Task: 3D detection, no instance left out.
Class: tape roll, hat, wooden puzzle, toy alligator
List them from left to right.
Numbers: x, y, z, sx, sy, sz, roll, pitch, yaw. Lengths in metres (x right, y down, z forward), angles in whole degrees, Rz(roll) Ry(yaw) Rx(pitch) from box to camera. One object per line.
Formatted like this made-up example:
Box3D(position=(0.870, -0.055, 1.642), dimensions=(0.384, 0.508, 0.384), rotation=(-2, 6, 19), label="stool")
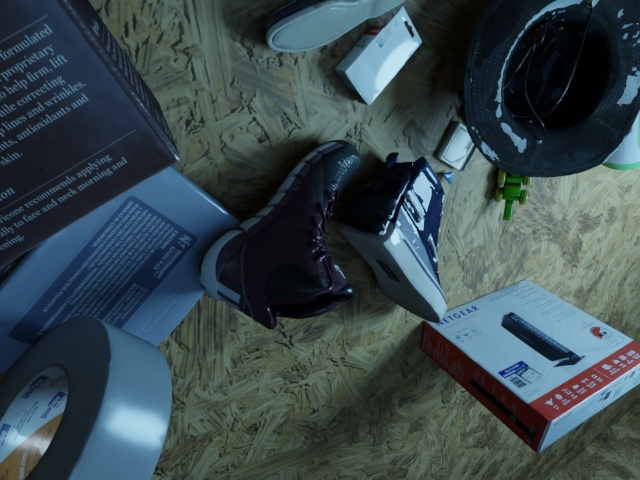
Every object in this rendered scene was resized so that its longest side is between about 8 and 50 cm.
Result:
Box3D(position=(-0.246, 0.185, 0.419), dimensions=(0.219, 0.219, 0.072), rotation=(-47, 130, -3), label="tape roll")
Box3D(position=(0.235, -0.160, 0.754), dimensions=(0.079, 0.014, 0.116), rotation=(28, 98, -36), label="wooden puzzle")
Box3D(position=(0.367, -0.130, 0.838), dimensions=(0.051, 0.056, 0.189), rotation=(-58, 150, -55), label="toy alligator")
Box3D(position=(0.341, -0.255, 0.693), dimensions=(0.332, 0.134, 0.331), rotation=(-5, 110, -13), label="hat")

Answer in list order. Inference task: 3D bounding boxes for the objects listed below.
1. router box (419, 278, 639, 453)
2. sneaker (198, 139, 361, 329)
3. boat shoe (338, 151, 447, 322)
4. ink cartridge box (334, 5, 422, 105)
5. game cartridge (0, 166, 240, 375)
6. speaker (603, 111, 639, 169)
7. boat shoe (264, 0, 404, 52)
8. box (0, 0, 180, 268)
Box3D(position=(0.433, 0.229, 0.915), dimensions=(0.336, 0.301, 0.082), rotation=(-15, 123, -27), label="router box")
Box3D(position=(0.000, 0.000, 0.555), dimensions=(0.281, 0.163, 0.106), rotation=(-47, 151, -19), label="sneaker")
Box3D(position=(0.161, 0.007, 0.731), dimensions=(0.158, 0.127, 0.340), rotation=(-56, 142, -15), label="boat shoe")
Box3D(position=(0.078, -0.246, 0.589), dimensions=(0.115, 0.029, 0.063), rotation=(-50, 131, -2), label="ink cartridge box")
Box3D(position=(-0.242, 0.045, 0.522), dimensions=(0.294, 0.060, 0.196), rotation=(-49, 128, -1), label="game cartridge")
Box3D(position=(0.593, -0.281, 0.853), dimensions=(0.131, 0.131, 0.296), rotation=(-40, 131, -9), label="speaker")
Box3D(position=(0.018, -0.287, 0.520), dimensions=(0.206, 0.075, 0.064), rotation=(-29, 85, -11), label="boat shoe")
Box3D(position=(-0.242, -0.125, 0.336), dimensions=(0.169, 0.167, 0.203), rotation=(-32, 129, -4), label="box")
